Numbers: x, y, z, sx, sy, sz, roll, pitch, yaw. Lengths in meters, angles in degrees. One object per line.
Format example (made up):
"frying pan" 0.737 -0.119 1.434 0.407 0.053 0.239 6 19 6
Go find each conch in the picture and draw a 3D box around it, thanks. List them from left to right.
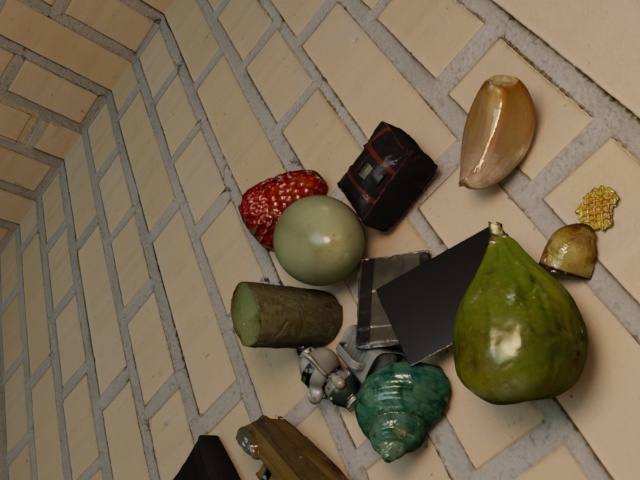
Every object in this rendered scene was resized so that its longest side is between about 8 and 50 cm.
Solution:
"conch" 0.157 0.347 1.291 0.196 0.134 0.202 -20 59 40

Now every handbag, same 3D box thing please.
"handbag" -0.307 0.661 1.667 0.223 0.080 0.247 -57 43 12
"handbag" 0.149 -0.153 1.496 0.215 0.155 0.169 -53 38 19

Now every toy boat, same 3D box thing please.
"toy boat" -0.044 0.552 1.413 0.445 0.136 0.162 32 102 46

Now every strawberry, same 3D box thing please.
"strawberry" -0.093 -0.097 1.713 0.244 0.205 0.205 -38 47 1

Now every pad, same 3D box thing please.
"pad" 0.161 0.127 1.391 0.174 0.022 0.233 -11 50 18
"pad" 0.276 0.107 1.305 0.300 0.005 0.202 -31 51 11

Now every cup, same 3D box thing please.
"cup" 0.096 0.254 1.396 0.129 0.128 0.095 39 112 49

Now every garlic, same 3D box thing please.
"garlic" 0.351 -0.214 1.315 0.146 0.164 0.244 19 93 31

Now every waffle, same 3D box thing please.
"waffle" 0.519 -0.061 1.187 0.078 0.016 0.085 32 96 47

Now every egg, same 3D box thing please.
"egg" 0.000 0.000 1.506 0.295 0.219 0.218 -179 109 -81

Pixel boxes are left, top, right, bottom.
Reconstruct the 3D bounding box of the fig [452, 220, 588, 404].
"fig" 0.355 0.134 1.111 0.233 0.233 0.314 14 88 47

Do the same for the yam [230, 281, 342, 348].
"yam" -0.087 0.182 1.527 0.161 0.268 0.161 -10 77 47

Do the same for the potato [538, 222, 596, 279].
"potato" 0.453 0.013 1.177 0.096 0.066 0.103 12 89 44

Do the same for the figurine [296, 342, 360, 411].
"figurine" 0.013 0.311 1.464 0.126 0.147 0.192 -44 64 -2
